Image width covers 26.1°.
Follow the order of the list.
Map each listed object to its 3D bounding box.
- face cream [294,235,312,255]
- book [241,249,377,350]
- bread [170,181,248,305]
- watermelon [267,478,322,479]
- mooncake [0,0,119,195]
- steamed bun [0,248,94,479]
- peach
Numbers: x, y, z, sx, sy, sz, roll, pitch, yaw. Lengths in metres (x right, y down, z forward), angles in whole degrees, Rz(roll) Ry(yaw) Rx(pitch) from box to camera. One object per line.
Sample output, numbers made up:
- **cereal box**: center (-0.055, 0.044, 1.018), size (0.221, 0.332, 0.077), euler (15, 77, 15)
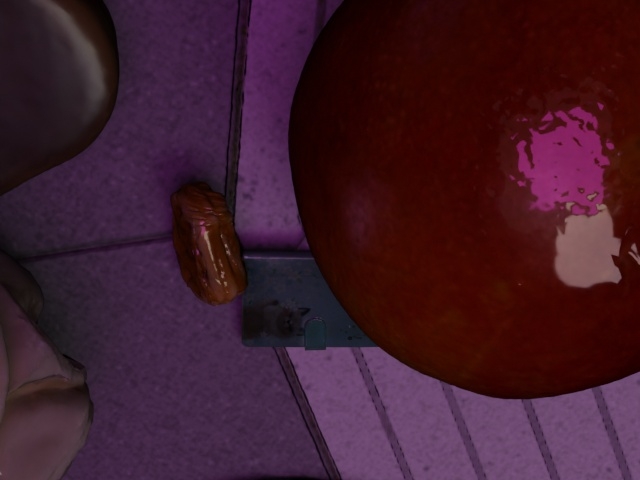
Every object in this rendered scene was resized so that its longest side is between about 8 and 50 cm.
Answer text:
- **face cream**: center (0.000, 0.000, 1.223), size (0.038, 0.020, 0.115), euler (27, 110, -16)
- **book**: center (-0.003, 0.055, 1.232), size (0.135, 0.017, 0.103), euler (1, 121, -4)
- **bread**: center (-0.099, 0.002, 1.189), size (0.044, 0.083, 0.111), euler (-22, 116, -21)
- **watermelon**: center (0.016, 0.373, 1.246), size (0.292, 0.222, 0.319), euler (-27, 107, 10)
- **mooncake**: center (-0.289, -0.147, 1.099), size (0.234, 0.117, 0.235), euler (-5, 120, -9)
- **steamed bun**: center (-0.335, 0.099, 1.130), size (0.346, 0.237, 0.394), euler (21, 143, 18)
- **peach**: center (0.160, -0.082, 1.024), size (0.388, 0.388, 0.388), euler (-1, 108, -2)
